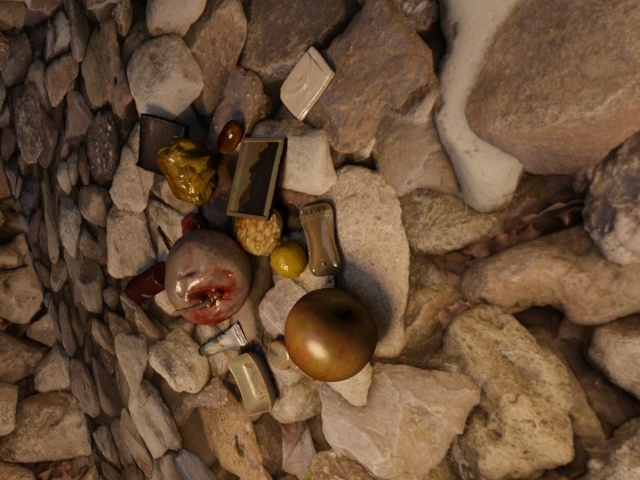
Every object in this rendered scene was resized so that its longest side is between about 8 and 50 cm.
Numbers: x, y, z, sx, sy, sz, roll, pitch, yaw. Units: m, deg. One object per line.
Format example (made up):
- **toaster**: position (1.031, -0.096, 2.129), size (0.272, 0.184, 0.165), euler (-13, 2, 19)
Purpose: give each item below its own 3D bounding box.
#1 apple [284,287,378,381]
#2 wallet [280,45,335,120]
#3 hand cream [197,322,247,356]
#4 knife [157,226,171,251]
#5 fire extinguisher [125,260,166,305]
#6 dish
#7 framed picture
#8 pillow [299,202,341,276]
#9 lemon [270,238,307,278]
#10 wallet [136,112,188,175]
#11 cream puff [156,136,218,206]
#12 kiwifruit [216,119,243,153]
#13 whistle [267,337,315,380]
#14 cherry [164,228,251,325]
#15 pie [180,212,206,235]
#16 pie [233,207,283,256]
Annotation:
- **apple**: position (0.020, 0.263, 1.147), size (0.257, 0.256, 0.234), euler (47, 125, 21)
- **wallet**: position (-0.045, -0.448, 1.205), size (0.183, 0.031, 0.124), euler (-45, 73, 33)
- **hand cream**: position (-0.382, 0.393, 1.618), size (0.255, 0.055, 0.088), euler (-28, 85, 31)
- **knife**: position (-0.651, 0.013, 1.776), size (0.023, 0.010, 0.170), euler (-43, 74, 34)
- **fire extinguisher**: position (-0.750, 0.201, 1.827), size (0.337, 0.114, 0.136), euler (-24, 110, 38)
- **dish**: position (-0.233, 0.503, 1.500), size (0.151, 0.077, 0.213), euler (-31, 79, 39)
- **framed picture**: position (-0.204, -0.200, 1.333), size (0.192, 0.018, 0.266), euler (8, 85, 35)
- **pillow**: position (0.000, 0.000, 1.251), size (0.130, 0.033, 0.218), euler (-8, 94, 38)
- **lemon**: position (-0.098, 0.057, 1.290), size (0.109, 0.109, 0.133), euler (-28, 93, 38)
- **wallet**: position (-0.623, -0.370, 1.656), size (0.262, 0.071, 0.221), euler (22, 106, 30)
- **cream puff**: position (-0.458, -0.241, 1.458), size (0.244, 0.244, 0.196), euler (28, 79, 31)
- **kiwifruit**: position (-0.300, -0.344, 1.397), size (0.075, 0.075, 0.124), euler (51, 128, 19)
- **whistle**: position (-0.099, 0.396, 1.389), size (0.219, 0.057, 0.107), euler (23, 111, 31)
- **cherry**: position (-0.384, 0.104, 1.409), size (0.335, 0.291, 0.326), euler (66, 152, 25)
- **pie**: position (-0.491, -0.036, 1.624), size (0.153, 0.038, 0.154), euler (9, 104, 39)
- **pie**: position (-0.198, -0.048, 1.363), size (0.205, 0.084, 0.179), euler (43, 112, 29)
